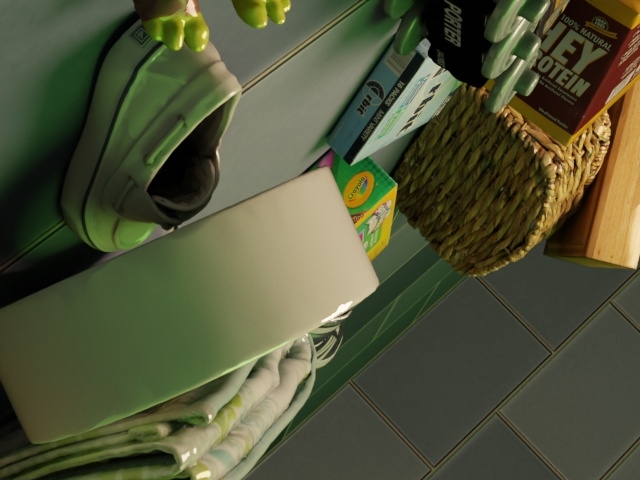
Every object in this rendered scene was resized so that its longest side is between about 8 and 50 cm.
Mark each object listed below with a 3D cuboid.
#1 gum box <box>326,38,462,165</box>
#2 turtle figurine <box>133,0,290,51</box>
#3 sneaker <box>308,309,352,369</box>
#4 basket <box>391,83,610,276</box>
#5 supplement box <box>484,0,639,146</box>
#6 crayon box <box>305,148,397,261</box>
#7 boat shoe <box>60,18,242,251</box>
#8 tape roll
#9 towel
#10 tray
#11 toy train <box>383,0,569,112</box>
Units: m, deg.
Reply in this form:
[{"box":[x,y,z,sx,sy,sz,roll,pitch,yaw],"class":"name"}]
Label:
[{"box":[0.104,-0.169,1.275,0.184,0.041,0.157,-32,163,-47],"class":"gum box"},{"box":[-0.022,-0.190,0.627,0.217,0.087,0.269,-44,-179,44],"class":"turtle figurine"},{"box":[-0.004,0.112,1.784,0.153,0.099,0.282,-47,166,22],"class":"sneaker"},{"box":[0.263,-0.113,1.602,0.223,0.213,0.299,-36,167,-34],"class":"basket"},{"box":[0.285,-0.240,1.261,0.191,0.129,0.194,-40,161,-34],"class":"supplement box"},{"box":[0.000,0.000,1.425,0.165,0.081,0.278,-43,169,-9],"class":"crayon box"},{"box":[-0.113,-0.047,0.831,0.095,0.084,0.258,-39,168,-27],"class":"boat shoe"},{"box":[-0.102,0.044,0.903,0.286,0.100,0.286,-24,-178,1],"class":"tape roll"},{"box":[-0.185,0.172,1.052,0.321,0.090,0.374,-20,-177,14],"class":"towel"},{"box":[0.395,-0.171,1.604,0.203,0.076,0.410,177,-74,-86],"class":"tray"},{"box":[0.148,-0.233,0.988,0.190,0.142,0.334,-55,168,-5],"class":"toy train"}]
